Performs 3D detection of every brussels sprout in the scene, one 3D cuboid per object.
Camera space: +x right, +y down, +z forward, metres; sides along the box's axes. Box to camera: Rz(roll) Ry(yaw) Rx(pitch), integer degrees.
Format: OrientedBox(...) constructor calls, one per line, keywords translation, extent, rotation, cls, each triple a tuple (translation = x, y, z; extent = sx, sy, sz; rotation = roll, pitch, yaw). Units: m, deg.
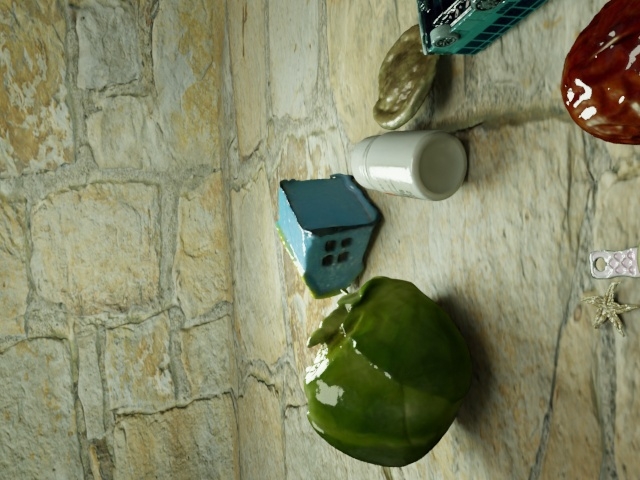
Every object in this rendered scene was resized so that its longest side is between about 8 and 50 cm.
OrientedBox(translation=(0.145, 0.262, 1.056), extent=(0.275, 0.315, 0.371), rotation=(77, -155, -46), cls="brussels sprout")

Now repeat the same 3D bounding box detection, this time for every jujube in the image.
OrientedBox(translation=(0.408, -0.214, 0.552), extent=(0.290, 0.197, 0.197), rotation=(-26, 69, 47), cls="jujube")

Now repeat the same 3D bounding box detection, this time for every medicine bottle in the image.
OrientedBox(translation=(0.176, -0.162, 1.097), extent=(0.252, 0.145, 0.144), rotation=(21, 112, 59), cls="medicine bottle")

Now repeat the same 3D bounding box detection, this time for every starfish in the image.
OrientedBox(translation=(0.421, 0.095, 0.764), extent=(0.086, 0.016, 0.092), rotation=(44, 137, 53), cls="starfish")

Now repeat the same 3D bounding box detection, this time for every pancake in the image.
OrientedBox(translation=(0.178, -0.352, 1.112), extent=(0.222, 0.042, 0.236), rotation=(17, 88, 66), cls="pancake")

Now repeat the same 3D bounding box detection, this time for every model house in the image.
OrientedBox(translation=(0.000, 0.000, 1.417), extent=(0.237, 0.216, 0.303), rotation=(-120, 32, -41), cls="model house")

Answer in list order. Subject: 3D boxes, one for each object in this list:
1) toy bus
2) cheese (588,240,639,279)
OrientedBox(translation=(0.277, -0.413, 0.849), extent=(0.256, 0.147, 0.128), rotation=(160, 104, -69), cls="toy bus")
OrientedBox(translation=(0.442, 0.025, 0.654), extent=(0.227, 0.065, 0.137), rotation=(-14, 77, 63), cls="cheese")
